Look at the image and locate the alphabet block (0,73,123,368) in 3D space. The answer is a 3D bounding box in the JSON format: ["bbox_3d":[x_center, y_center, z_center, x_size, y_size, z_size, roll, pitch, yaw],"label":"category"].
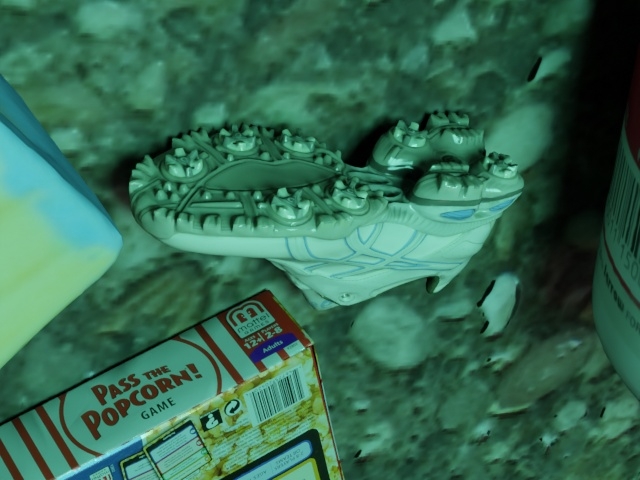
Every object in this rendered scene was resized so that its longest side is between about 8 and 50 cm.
[{"bbox_3d":[-0.207,-0.025,0.488,0.197,0.192,0.193,-43,133,0],"label":"alphabet block"}]

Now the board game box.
[{"bbox_3d":[-0.059,0.133,0.806,0.146,0.045,0.193,-26,133,-16],"label":"board game box"}]

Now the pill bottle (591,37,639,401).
[{"bbox_3d":[0.247,-0.113,0.699,0.229,0.229,0.408,-13,129,-26],"label":"pill bottle"}]

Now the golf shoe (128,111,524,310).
[{"bbox_3d":[0.000,0.000,0.735,0.176,0.069,0.086,-3,129,-31],"label":"golf shoe"}]
